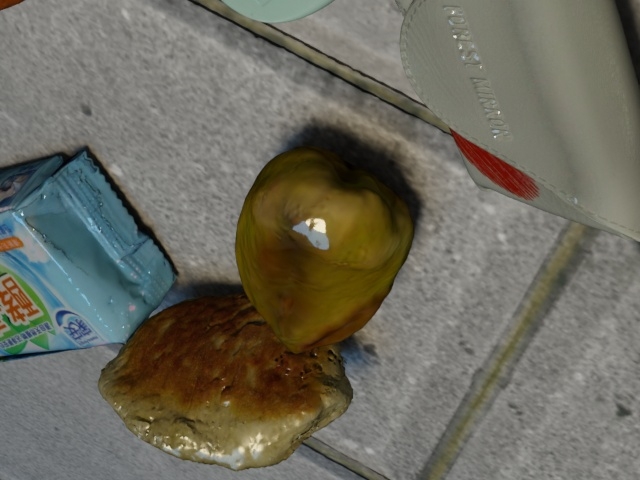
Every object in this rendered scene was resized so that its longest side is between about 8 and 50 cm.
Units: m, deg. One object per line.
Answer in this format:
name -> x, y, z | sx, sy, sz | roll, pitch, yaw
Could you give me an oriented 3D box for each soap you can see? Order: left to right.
soap -> -0.253, 0.021, 1.191 | 0.293, 0.077, 0.156 | -11, 126, 45

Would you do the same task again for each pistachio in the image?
pistachio -> -0.002, -0.001, 0.956 | 0.110, 0.100, 0.189 | 47, 158, 19

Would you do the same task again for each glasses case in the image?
glasses case -> 0.090, -0.113, 0.754 | 0.128, 0.083, 0.308 | 3, 135, 35

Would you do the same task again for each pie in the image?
pie -> -0.070, 0.101, 1.079 | 0.193, 0.163, 0.079 | 4, 128, 16

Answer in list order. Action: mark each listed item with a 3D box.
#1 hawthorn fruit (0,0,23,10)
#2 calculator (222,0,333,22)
hawthorn fruit -> -0.222, -0.213, 0.778 | 0.261, 0.224, 0.224 | 31, 147, -20
calculator -> -0.021, -0.173, 0.824 | 0.095, 0.021, 0.153 | 42, 147, -13
